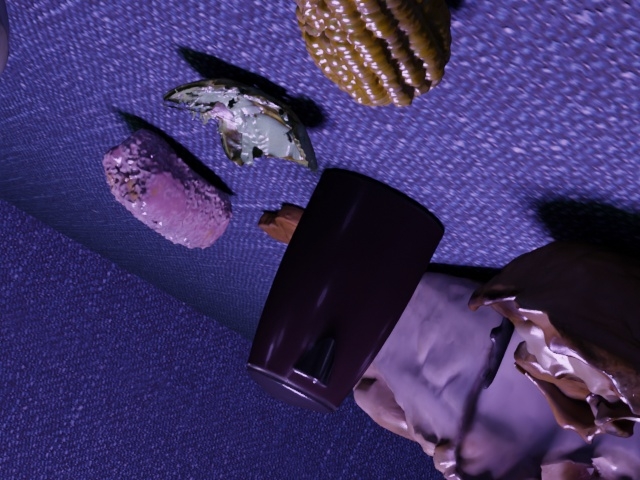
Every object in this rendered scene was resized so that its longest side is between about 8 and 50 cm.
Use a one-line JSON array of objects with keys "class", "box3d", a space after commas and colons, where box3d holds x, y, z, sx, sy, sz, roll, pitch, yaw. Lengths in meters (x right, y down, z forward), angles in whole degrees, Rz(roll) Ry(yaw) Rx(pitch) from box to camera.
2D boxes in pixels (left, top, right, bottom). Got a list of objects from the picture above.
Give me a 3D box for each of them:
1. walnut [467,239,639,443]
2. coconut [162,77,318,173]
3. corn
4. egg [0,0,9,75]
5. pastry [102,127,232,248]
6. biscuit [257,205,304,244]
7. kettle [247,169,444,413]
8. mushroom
[{"class": "walnut", "box3d": [0.237, 0.074, 0.987, 0.204, 0.141, 0.238, 40, 169, -1]}, {"class": "coconut", "box3d": [-0.066, -0.108, 1.070, 0.158, 0.055, 0.133, 29, 170, 1]}, {"class": "corn", "box3d": [0.015, -0.153, 0.614, 0.086, 0.086, 0.288, 23, 166, 22]}, {"class": "egg", "box3d": [-0.383, -0.209, 1.031, 0.183, 0.183, 0.217, 25, 168, 13]}, {"class": "pastry", "box3d": [-0.187, -0.052, 1.485, 0.112, 0.103, 0.265, 42, 180, 18]}, {"class": "biscuit", "box3d": [0.003, 0.001, 1.472, 0.144, 0.040, 0.236, 24, 172, -14]}, {"class": "kettle", "box3d": [0.004, 0.061, 1.213, 0.144, 0.232, 0.202, 32, 168, -17]}, {"class": "mushroom", "box3d": [0.214, 0.171, 1.392, 0.314, 0.224, 0.397, 17, -179, -24]}]
